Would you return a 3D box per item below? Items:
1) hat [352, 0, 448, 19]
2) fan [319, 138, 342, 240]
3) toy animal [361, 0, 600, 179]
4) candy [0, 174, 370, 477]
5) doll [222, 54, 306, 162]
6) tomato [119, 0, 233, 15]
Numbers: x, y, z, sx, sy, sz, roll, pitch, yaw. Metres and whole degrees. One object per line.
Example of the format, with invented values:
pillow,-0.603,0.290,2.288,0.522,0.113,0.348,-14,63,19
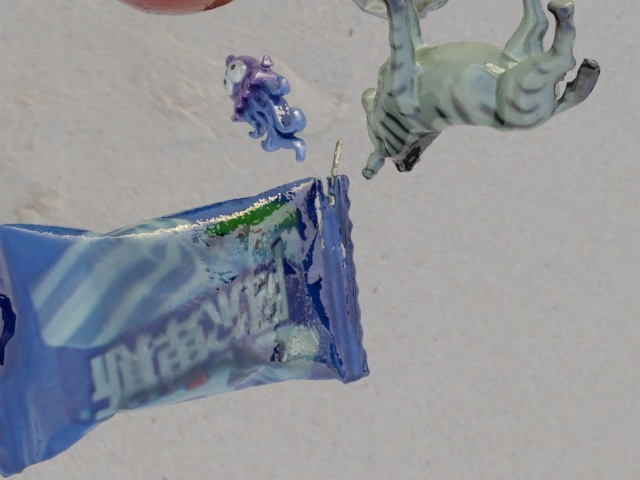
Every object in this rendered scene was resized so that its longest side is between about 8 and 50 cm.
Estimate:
hat,0.148,-0.494,1.803,0.214,0.244,0.149,-17,124,21
fan,0.001,0.000,1.253,0.011,0.335,0.229,10,143,0
toy animal,0.100,-0.112,0.757,0.073,0.217,0.176,-49,136,-37
candy,-0.104,0.056,0.818,0.331,0.077,0.187,-9,92,-34
doll,-0.076,-0.186,1.424,0.067,0.206,0.110,-6,139,-47
tomato,-0.220,-0.345,1.087,0.338,0.338,0.143,32,102,-33
